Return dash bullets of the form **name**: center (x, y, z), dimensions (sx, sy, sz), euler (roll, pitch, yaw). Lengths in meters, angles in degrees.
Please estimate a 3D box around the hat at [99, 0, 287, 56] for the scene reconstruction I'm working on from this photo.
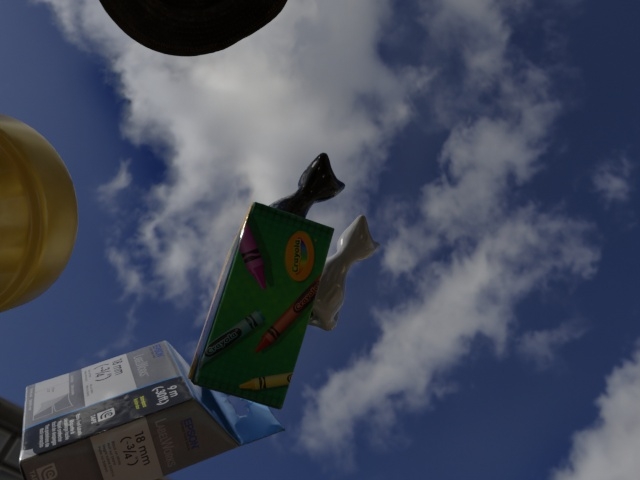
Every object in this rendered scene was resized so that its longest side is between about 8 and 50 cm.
- **hat**: center (-0.185, -0.421, 0.815), dimensions (0.332, 0.134, 0.331), euler (0, -87, 3)

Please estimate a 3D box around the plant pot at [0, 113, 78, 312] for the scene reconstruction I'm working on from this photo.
- **plant pot**: center (-0.442, -0.023, 0.683), dimensions (0.254, 0.239, 0.253), euler (1, -83, 9)

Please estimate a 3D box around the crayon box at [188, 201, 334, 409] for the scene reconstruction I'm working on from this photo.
- **crayon box**: center (-0.074, 0.077, 0.656), dimensions (0.081, 0.278, 0.165), euler (19, -105, -9)

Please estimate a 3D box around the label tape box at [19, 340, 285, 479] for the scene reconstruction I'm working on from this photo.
- **label tape box**: center (-0.254, 0.248, 0.927), dimensions (0.334, 0.241, 0.105), euler (-17, -73, -20)

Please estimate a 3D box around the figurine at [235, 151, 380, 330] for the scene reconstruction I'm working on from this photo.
- **figurine**: center (0.000, 0.000, 0.987), dimensions (0.092, 0.209, 0.215), euler (-1, -49, 47)
